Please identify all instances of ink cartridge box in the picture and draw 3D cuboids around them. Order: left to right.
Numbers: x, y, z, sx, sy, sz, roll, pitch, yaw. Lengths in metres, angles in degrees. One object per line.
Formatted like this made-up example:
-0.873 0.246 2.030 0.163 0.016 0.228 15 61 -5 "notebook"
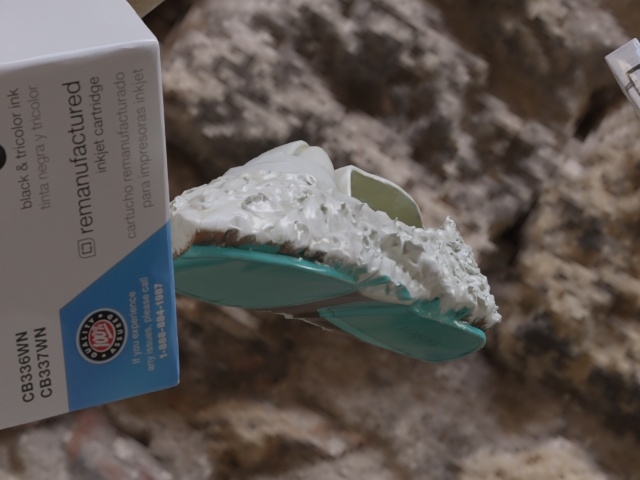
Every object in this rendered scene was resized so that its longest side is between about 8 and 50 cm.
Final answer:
-0.232 -0.024 0.810 0.197 0.270 0.198 -130 -147 -52 "ink cartridge box"
0.240 -0.100 1.179 0.048 0.028 0.083 49 14 -47 "ink cartridge box"

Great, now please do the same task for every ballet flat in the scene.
0.000 0.000 1.252 0.147 0.147 0.409 27 2 35 "ballet flat"

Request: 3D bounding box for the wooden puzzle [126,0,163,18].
-0.226 -0.337 1.344 0.348 0.322 0.080 52 -2 3 "wooden puzzle"
